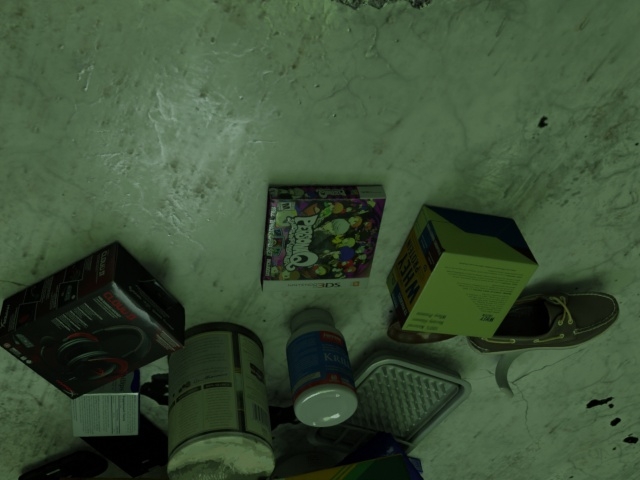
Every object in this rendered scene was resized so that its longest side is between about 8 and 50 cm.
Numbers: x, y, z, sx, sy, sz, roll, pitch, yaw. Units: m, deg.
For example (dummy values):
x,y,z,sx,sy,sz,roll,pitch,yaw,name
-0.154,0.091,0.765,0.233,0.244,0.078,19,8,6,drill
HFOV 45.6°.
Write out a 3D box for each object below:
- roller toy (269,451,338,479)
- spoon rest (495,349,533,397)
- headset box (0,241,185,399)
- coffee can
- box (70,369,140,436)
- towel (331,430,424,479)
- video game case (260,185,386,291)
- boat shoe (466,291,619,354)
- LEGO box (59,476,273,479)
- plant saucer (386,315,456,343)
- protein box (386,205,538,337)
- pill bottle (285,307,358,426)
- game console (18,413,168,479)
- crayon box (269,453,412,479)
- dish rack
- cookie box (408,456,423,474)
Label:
x,y,z,sx,sy,sz,roll,pitch,yaw,name
-0.026,0.628,1.895,0.209,0.146,0.191,-36,125,8,roller toy
0.499,0.230,1.701,0.276,0.084,0.137,-42,128,8,spoon rest
-0.408,0.148,1.414,0.293,0.110,0.218,-25,131,12,headset box
-0.202,0.330,1.506,0.202,0.275,0.201,-5,132,-6,coffee can
-0.448,0.340,1.595,0.137,0.072,0.126,2,123,-12,box
0.078,0.589,1.782,0.308,0.076,0.227,-33,126,-3,towel
0.000,0.000,1.408,0.210,0.041,0.232,-1,131,-12,video game case
0.467,0.165,1.588,0.324,0.116,0.096,-11,156,5,boat shoe
-0.334,0.688,1.639,0.500,0.372,0.193,4,101,-11,LEGO box
0.221,0.174,1.588,0.169,0.029,0.168,-3,151,-1,plant saucer
0.263,0.063,1.452,0.200,0.136,0.201,8,129,-18,protein box
-0.004,0.243,1.503,0.124,0.221,0.124,-6,133,-6,pill bottle
-0.535,0.501,1.754,0.361,0.044,0.213,-24,130,10,game console
0.003,0.536,1.559,0.323,0.083,0.203,-2,146,-27,crayon box
0.152,0.376,1.755,0.286,0.072,0.333,21,124,-26,dish rack
0.197,0.602,1.986,0.107,0.040,0.092,21,125,-26,cookie box
